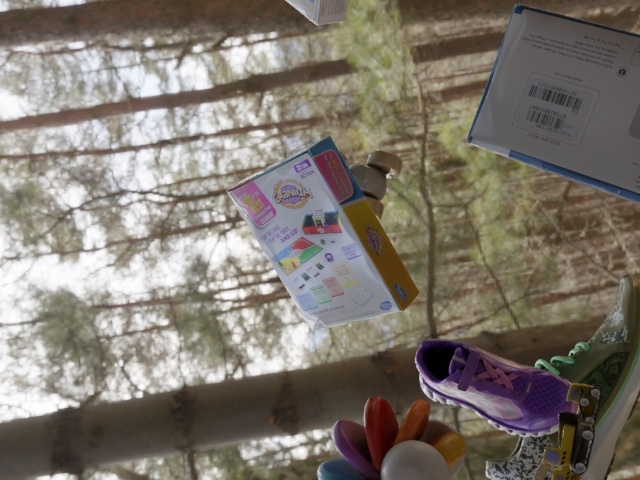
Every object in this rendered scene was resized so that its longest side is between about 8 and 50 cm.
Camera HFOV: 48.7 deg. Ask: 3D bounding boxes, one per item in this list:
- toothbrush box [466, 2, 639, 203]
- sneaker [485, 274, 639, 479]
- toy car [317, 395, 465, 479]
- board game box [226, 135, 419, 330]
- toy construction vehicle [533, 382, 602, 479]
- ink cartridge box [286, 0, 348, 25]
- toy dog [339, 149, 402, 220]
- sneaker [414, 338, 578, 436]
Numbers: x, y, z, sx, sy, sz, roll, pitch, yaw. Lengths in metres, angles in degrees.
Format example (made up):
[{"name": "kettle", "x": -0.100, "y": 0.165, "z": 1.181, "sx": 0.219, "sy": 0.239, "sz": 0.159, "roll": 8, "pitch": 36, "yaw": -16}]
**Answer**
[{"name": "toothbrush box", "x": 0.297, "y": -0.110, "z": 0.671, "sx": 0.296, "sy": 0.217, "sz": 0.126, "roll": -11, "pitch": -58, "yaw": -61}, {"name": "sneaker", "x": 0.373, "y": 0.222, "z": 1.069, "sx": 0.410, "sy": 0.182, "sz": 0.158, "roll": -63, "pitch": -19, "yaw": -13}, {"name": "toy car", "x": 0.073, "y": 0.257, "z": 0.826, "sx": 0.136, "sy": 0.182, "sz": 0.159, "roll": 50, "pitch": -166, "yaw": 13}, {"name": "board game box", "x": 0.000, "y": 0.000, "z": 1.259, "sx": 0.064, "sy": 0.242, "sz": 0.316, "roll": -40, "pitch": -76, "yaw": -42}, {"name": "toy construction vehicle", "x": 0.191, "y": 0.161, "z": 0.551, "sx": 0.086, "sy": 0.035, "sz": 0.098, "roll": 5, "pitch": -82, "yaw": -68}, {"name": "ink cartridge box", "x": -0.032, "y": -0.540, "z": 1.136, "sx": 0.261, "sy": 0.066, "sz": 0.296, "roll": 49, "pitch": 145, "yaw": 36}, {"name": "toy dog", "x": 0.051, "y": -0.122, "z": 1.707, "sx": 0.334, "sy": 0.161, "sz": 0.220, "roll": -41, "pitch": 27, "yaw": 51}, {"name": "sneaker", "x": 0.223, "y": 0.188, "z": 0.955, "sx": 0.095, "sy": 0.237, "sz": 0.104, "roll": -60, "pitch": -44, "yaw": -23}]
